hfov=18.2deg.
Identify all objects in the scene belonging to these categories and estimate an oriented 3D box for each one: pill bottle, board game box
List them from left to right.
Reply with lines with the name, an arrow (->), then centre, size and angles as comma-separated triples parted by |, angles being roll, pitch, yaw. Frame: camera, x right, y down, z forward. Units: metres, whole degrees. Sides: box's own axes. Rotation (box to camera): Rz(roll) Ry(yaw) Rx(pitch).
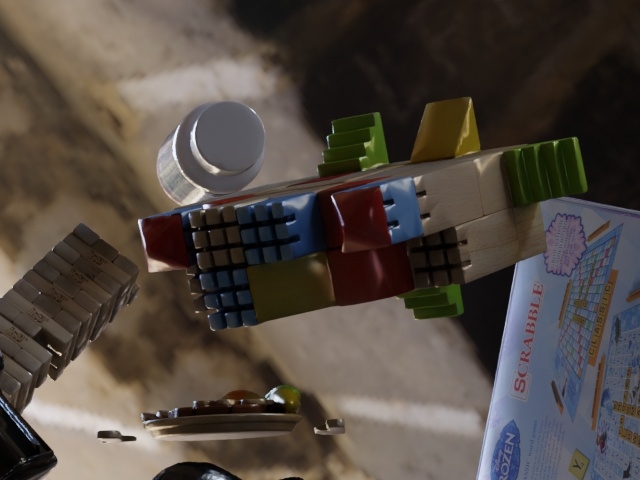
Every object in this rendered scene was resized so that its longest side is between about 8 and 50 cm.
pill bottle -> -0.121, -0.100, 2.282 | 0.108, 0.108, 0.180 | -43, 3, -17
board game box -> 0.282, 0.132, 1.788 | 0.318, 0.066, 0.318 | 16, 96, 54

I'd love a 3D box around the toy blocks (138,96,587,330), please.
toy blocks -> 0.000, 0.000, 1.693 | 0.381, 0.190, 0.261 | -8, 6, 36

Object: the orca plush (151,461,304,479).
orca plush -> -0.015, 0.232, 1.516 | 0.151, 0.287, 0.102 | -16, 43, 60

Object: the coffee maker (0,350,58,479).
coffee maker -> -0.302, 0.135, 1.493 | 0.120, 0.178, 0.171 | -47, -13, 33

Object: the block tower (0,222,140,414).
block tower -> -0.329, 0.119, 2.169 | 0.335, 0.091, 0.097 | -48, -10, -35

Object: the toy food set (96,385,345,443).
toy food set -> -0.076, 0.131, 1.526 | 0.192, 0.038, 0.132 | -3, -8, -2
